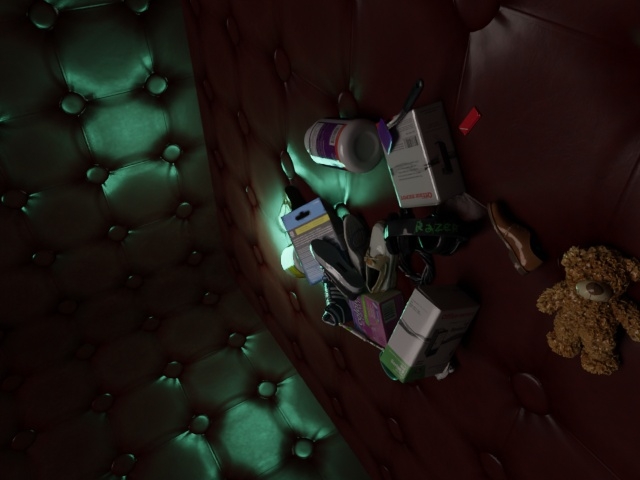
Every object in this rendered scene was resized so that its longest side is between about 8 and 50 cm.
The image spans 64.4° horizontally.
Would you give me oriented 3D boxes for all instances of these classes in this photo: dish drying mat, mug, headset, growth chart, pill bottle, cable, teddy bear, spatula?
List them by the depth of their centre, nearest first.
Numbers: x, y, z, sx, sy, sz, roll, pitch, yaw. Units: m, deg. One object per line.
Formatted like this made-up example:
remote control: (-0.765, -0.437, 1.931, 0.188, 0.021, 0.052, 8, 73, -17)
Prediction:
teddy bear: (0.620, 0.174, 1.176, 0.245, 0.113, 0.338, 49, 151, 32)
dish drying mat: (0.396, -0.316, 1.350, 0.032, 0.008, 0.083, 61, 156, 17)
spatula: (0.217, -0.345, 1.400, 0.084, 0.030, 0.296, 66, 155, 15)
headset: (0.303, -0.046, 1.551, 0.394, 0.243, 0.185, 125, 146, -83)
cable: (0.336, 0.092, 1.786, 0.151, 0.047, 0.184, 62, 155, 14)
pill bottle: (0.071, -0.344, 1.802, 0.323, 0.181, 0.182, 26, 133, 58)
mug: (0.324, 0.491, 2.094, 0.130, 0.097, 0.158, 59, 154, 21)
growth chart: (0.199, 0.428, 2.212, 0.172, 0.021, 0.237, 26, 172, 41)
pill bottle: (-0.084, 0.088, 2.491, 0.188, 0.187, 0.334, 67, 161, 1)

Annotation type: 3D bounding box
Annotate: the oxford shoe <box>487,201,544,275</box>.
oxford shoe: (0.508, -0.019, 1.323, 0.076, 0.076, 0.212, -37, 71, 35)

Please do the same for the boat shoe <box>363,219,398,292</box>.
boat shoe: (0.225, 0.073, 1.934, 0.113, 0.103, 0.303, 34, 140, 52)

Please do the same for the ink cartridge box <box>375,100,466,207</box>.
ink cartridge box: (0.293, -0.245, 1.498, 0.197, 0.114, 0.273, 0, 109, 64)

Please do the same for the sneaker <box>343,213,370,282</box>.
sneaker: (0.148, 0.036, 2.071, 0.129, 0.110, 0.297, 14, 123, 67)

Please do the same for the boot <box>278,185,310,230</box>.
boot: (-0.135, -0.118, 2.568, 0.270, 0.089, 0.236, 111, 143, -57)

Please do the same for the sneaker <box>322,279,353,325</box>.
sneaker: (0.048, 0.287, 2.434, 0.282, 0.153, 0.099, 52, 151, 32)

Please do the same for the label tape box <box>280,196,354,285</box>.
label tape box: (0.000, 0.000, 2.221, 0.240, 0.106, 0.334, -24, 89, 34)

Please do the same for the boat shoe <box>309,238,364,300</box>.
boat shoe: (0.056, 0.121, 2.084, 0.306, 0.113, 0.105, 42, 132, 22)

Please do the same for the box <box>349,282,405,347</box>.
box: (0.234, 0.292, 2.090, 0.243, 0.117, 0.214, 24, 131, 59)

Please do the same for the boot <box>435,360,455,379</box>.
boot: (0.439, 0.409, 1.814, 0.123, 0.095, 0.258, 45, 154, 22)

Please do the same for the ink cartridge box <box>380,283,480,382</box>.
ink cartridge box: (0.347, 0.291, 1.616, 0.121, 0.211, 0.289, 44, 123, 42)
